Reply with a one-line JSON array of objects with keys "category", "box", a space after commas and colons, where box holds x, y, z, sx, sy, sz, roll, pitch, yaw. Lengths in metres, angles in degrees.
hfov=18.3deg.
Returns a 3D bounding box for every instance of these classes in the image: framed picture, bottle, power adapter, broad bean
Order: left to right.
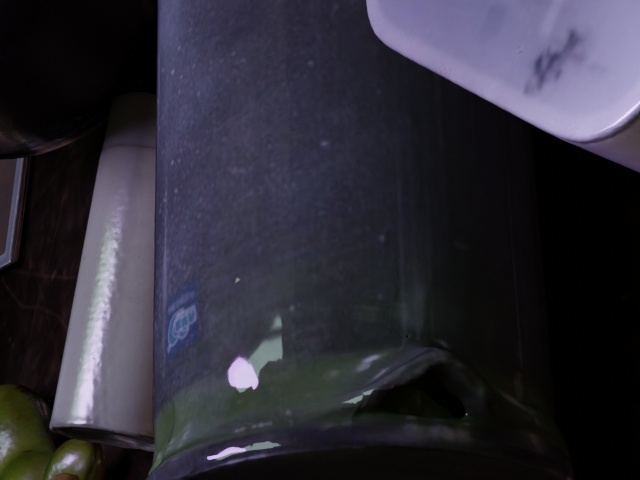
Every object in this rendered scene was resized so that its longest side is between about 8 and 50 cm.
[{"category": "framed picture", "box": [-0.261, -0.026, 1.487, 0.183, 0.011, 0.142, -25, 55, 51]}, {"category": "broad bean", "box": [-0.189, 0.131, 1.260, 0.213, 0.048, 0.070, 13, 89, 59]}, {"category": "bottle", "box": [-0.106, 0.018, 1.161, 0.072, 0.072, 0.202, -12, 65, 55]}, {"category": "power adapter", "box": [0.120, -0.088, 0.684, 0.187, 0.255, 0.124, 36, 103, 57]}]

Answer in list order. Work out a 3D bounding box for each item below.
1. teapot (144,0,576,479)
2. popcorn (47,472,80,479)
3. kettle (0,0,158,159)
[{"category": "teapot", "box": [0.000, 0.000, 0.902, 0.270, 0.200, 0.337, 134, 140, -56]}, {"category": "popcorn", "box": [-0.149, 0.200, 1.046, 0.180, 0.180, 0.170, -21, 20, 52]}, {"category": "kettle", "box": [-0.165, -0.168, 1.137, 0.324, 0.320, 0.228, -112, 6, -86]}]
